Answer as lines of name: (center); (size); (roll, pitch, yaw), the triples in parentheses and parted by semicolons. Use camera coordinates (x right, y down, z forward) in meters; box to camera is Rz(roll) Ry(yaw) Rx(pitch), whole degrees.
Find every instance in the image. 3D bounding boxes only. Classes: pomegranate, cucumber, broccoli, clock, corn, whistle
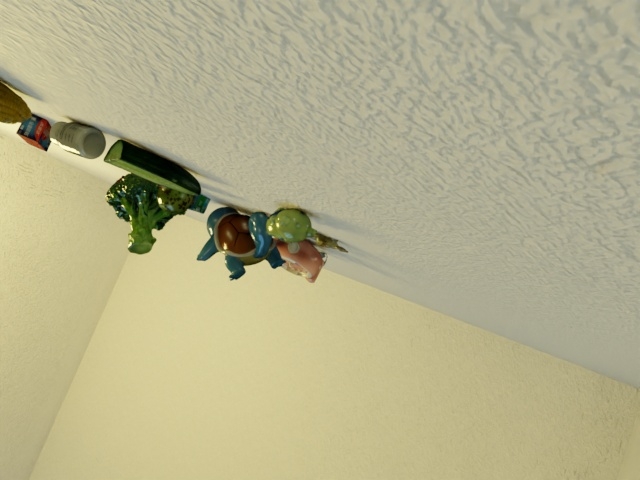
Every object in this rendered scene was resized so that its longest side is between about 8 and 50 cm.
pomegranate: (-0.463, -0.154, 1.492); (0.122, 0.122, 0.161); (17, 149, 40)
cucumber: (-0.422, -0.185, 1.241); (0.243, 0.063, 0.115); (26, 167, -34)
broccoli: (-0.633, -0.109, 1.742); (0.297, 0.297, 0.298); (-7, 155, -3)
clock: (-0.095, 0.049, 1.922); (0.227, 0.142, 0.241); (24, 165, 10)
corn: (-0.737, -0.318, 1.027); (0.097, 0.097, 0.262); (21, 175, 9)
whistle: (-0.086, -0.039, 1.227); (0.105, 0.085, 0.227); (24, 173, -20)

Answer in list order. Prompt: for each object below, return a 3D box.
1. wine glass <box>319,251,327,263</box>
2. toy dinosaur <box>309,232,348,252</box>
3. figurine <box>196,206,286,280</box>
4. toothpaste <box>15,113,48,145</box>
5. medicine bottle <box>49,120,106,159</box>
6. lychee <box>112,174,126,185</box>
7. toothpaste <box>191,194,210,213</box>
wine glass: (-0.051, 0.063, 2.129); (0.155, 0.072, 0.072); (25, 174, -20)
toy dinosaur: (0.000, 0.000, 1.514); (0.162, 0.039, 0.126); (19, 175, 38)
figurine: (-0.281, 0.010, 1.695); (0.297, 0.243, 0.416); (-23, -161, -29)
toothpaste: (-0.919, -0.348, 1.548); (0.066, 0.076, 0.320); (25, 174, -26)
medicine bottle: (-0.621, -0.259, 1.216); (0.130, 0.080, 0.080); (18, 173, 25)
lychee: (-0.806, -0.198, 2.047); (0.188, 0.188, 0.188); (22, 174, 2)
toothpaste: (-0.523, -0.157, 1.888); (0.050, 0.065, 0.266); (26, 173, -39)
